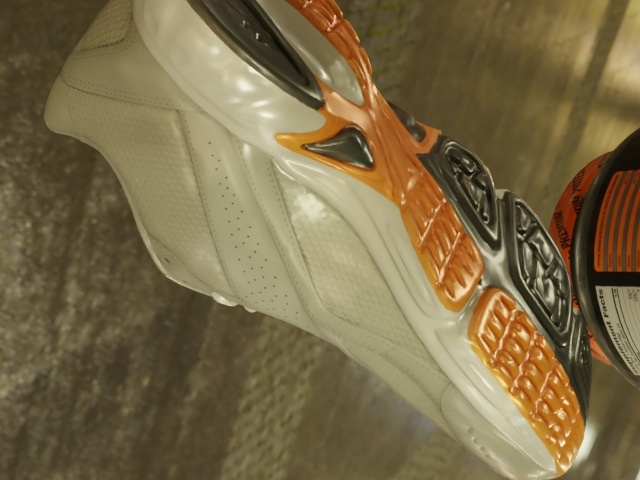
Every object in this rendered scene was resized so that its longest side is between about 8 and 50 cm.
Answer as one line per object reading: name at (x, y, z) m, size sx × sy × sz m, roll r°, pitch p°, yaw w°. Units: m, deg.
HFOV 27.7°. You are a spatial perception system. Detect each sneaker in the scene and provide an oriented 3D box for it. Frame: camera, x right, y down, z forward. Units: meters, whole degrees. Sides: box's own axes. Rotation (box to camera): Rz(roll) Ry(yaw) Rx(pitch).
sneaker at (0.000, 0.000, 0.525) m, size 0.121 × 0.262 × 0.099 m, roll -36°, pitch -173°, yaw 36°

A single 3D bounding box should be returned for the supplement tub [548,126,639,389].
supplement tub at (0.294, 0.011, 0.771) m, size 0.207 × 0.207 × 0.338 m, roll -62°, pitch -160°, yaw -11°
